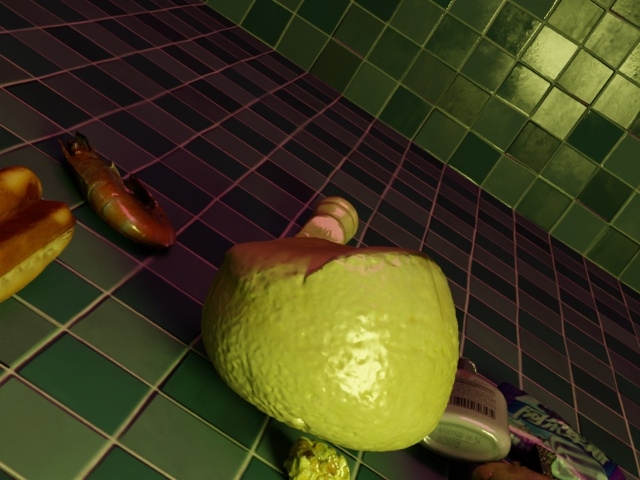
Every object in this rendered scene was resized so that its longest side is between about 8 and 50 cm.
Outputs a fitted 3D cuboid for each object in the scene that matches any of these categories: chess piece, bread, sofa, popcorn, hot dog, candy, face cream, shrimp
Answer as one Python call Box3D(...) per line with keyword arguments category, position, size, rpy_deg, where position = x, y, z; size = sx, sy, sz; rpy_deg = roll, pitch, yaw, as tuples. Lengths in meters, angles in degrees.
Box3D(category="chess piece", position=(0.000, 0.000, 1.719), size=(0.090, 0.090, 0.200), rpy_deg=(34, 30, 1))
Box3D(category="bread", position=(0.016, 0.118, 1.186), size=(0.321, 0.237, 0.320), rpy_deg=(12, -7, 1))
Box3D(category="sofa", position=(0.309, 0.342, 1.392), size=(0.039, 0.060, 0.118), rpy_deg=(28, 20, -6))
Box3D(category="popcorn", position=(-0.002, 0.255, 1.101), size=(0.083, 0.059, 0.068), rpy_deg=(45, 20, 6))
Box3D(category="hot dog", position=(-0.367, 0.006, 1.057), size=(0.135, 0.100, 0.337), rpy_deg=(41, 19, -4))
Box3D(category="candy", position=(0.362, 0.326, 1.517), size=(0.275, 0.070, 0.145), rpy_deg=(41, 29, 15))
Box3D(category="face cream", position=(0.200, 0.234, 1.435), size=(0.144, 0.071, 0.291), rpy_deg=(15, 13, 4))
Box3D(category="shrimp", position=(-0.293, -0.072, 1.429), size=(0.248, 0.068, 0.150), rpy_deg=(47, 10, 22))

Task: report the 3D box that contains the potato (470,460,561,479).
Box3D(category="potato", position=(0.291, 0.354, 1.256), size=(0.225, 0.117, 0.090), rpy_deg=(28, 27, 17))
